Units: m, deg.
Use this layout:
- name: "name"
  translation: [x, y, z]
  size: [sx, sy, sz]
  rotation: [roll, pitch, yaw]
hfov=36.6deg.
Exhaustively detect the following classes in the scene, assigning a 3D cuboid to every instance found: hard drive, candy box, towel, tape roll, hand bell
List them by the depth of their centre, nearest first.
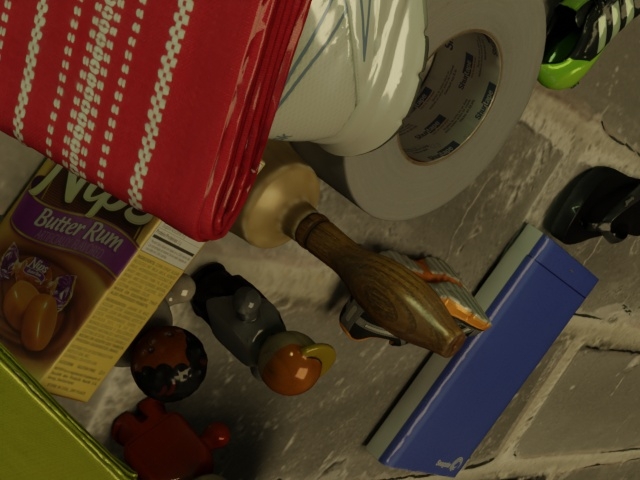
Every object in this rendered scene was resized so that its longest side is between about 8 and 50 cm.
- name: "towel"
  translation: [-0.115, -0.141, 0.363]
  size: [0.031, 0.275, 0.198]
  rotation: [-24, 139, -59]
- name: "towel"
  translation: [-0.209, 0.078, 0.543]
  size: [0.102, 0.021, 0.237]
  rotation: [-20, 122, 26]
- name: "candy box"
  translation: [-0.133, -0.009, 0.598]
  size: [0.186, 0.109, 0.053]
  rotation: [-53, 147, 1]
- name: "hand bell"
  translation: [0.000, 0.000, 0.638]
  size: [0.126, 0.242, 0.126]
  rotation: [-29, 140, -28]
- name: "tape roll"
  translation: [0.078, -0.126, 0.762]
  size: [0.219, 0.072, 0.219]
  rotation: [-29, 139, -29]
- name: "hard drive"
  translation: [0.204, 0.145, 1.177]
  size: [0.318, 0.040, 0.210]
  rotation: [-55, 145, 5]

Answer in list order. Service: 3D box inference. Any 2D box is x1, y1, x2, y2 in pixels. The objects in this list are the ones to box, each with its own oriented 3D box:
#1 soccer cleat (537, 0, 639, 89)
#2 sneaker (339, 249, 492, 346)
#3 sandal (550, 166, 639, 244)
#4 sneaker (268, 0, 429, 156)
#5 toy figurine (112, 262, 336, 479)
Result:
- name: "soccer cleat"
  translation: [0.257, -0.219, 0.892]
  size: [0.072, 0.060, 0.179]
  rotation: [21, 108, -53]
- name: "sneaker"
  translation: [0.095, 0.067, 0.960]
  size: [0.083, 0.084, 0.215]
  rotation: [-48, 144, 18]
- name: "sandal"
  translation: [0.368, -0.038, 1.184]
  size: [0.255, 0.054, 0.097]
  rotation: [-7, 126, -46]
- name: "sneaker"
  translation: [0.010, -0.184, 0.522]
  size: [0.129, 0.111, 0.297]
  rotation: [-7, 115, -41]
- name: "toy figurine"
  translation: [-0.114, 0.123, 0.703]
  size: [0.213, 0.148, 0.209]
  rotation: [16, 109, -53]
